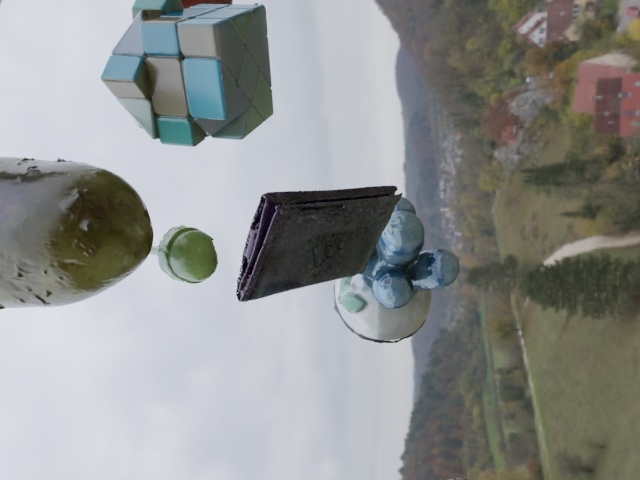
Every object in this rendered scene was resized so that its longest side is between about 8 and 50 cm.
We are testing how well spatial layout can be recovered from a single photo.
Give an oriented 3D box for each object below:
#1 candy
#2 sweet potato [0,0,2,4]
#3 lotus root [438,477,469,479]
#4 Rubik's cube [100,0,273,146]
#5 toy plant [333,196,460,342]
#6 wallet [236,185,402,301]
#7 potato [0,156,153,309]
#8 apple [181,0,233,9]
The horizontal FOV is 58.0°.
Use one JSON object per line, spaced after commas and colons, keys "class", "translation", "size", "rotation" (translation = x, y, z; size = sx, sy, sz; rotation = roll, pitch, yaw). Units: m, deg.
{"class": "candy", "translation": [-0.292, 0.019, 0.993], "size": [0.093, 0.335, 0.092], "rotation": [-1, -88, -44]}
{"class": "sweet potato", "translation": [-0.478, -0.293, 0.743], "size": [0.252, 0.097, 0.097], "rotation": [-64, -17, -12]}
{"class": "lotus root", "translation": [0.185, 0.415, 0.785], "size": [0.180, 0.199, 0.188], "rotation": [-37, -86, -33]}
{"class": "Rubik's cube", "translation": [-0.200, -0.271, 0.895], "size": [0.265, 0.212, 0.224], "rotation": [-56, -32, -56]}
{"class": "toy plant", "translation": [0.151, 0.051, 1.196], "size": [0.332, 0.247, 0.247], "rotation": [100, 177, -60]}
{"class": "wallet", "translation": [-0.001, -0.001, 0.545], "size": [0.165, 0.030, 0.111], "rotation": [-8, -46, -42]}
{"class": "potato", "translation": [-0.373, -0.013, 0.773], "size": [0.173, 0.307, 0.210], "rotation": [56, -144, -65]}
{"class": "apple", "translation": [-0.306, -0.576, 1.325], "size": [0.218, 0.218, 0.201], "rotation": [-79, 6, -45]}
